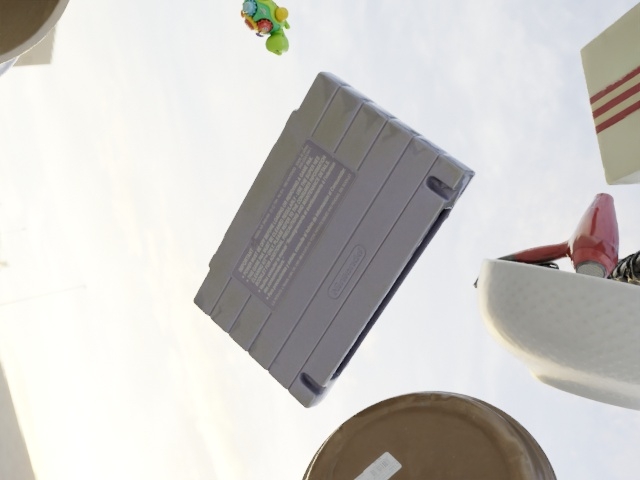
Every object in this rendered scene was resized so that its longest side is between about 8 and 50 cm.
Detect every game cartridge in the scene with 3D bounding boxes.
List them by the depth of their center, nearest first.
[{"bbox_3d":[0.000,0.000,0.889,0.230,0.068,0.355,41,-68,25],"label":"game cartridge"}]

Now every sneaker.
[{"bbox_3d":[0.589,0.061,1.322,0.286,0.130,0.109,-6,-123,54],"label":"sneaker"}]

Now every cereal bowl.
[{"bbox_3d":[0.357,0.122,0.903,0.339,0.339,0.141,14,-88,57],"label":"cereal bowl"}]

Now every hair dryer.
[{"bbox_3d":[0.424,0.014,1.298,0.080,0.293,0.223,56,-7,-35],"label":"hair dryer"}]

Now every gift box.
[{"bbox_3d":[0.542,-0.198,0.964,0.258,0.255,0.276,135,-56,-71],"label":"gift box"}]

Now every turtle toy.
[{"bbox_3d":[-0.099,-0.400,1.322,0.130,0.066,0.095,49,-8,-12],"label":"turtle toy"}]

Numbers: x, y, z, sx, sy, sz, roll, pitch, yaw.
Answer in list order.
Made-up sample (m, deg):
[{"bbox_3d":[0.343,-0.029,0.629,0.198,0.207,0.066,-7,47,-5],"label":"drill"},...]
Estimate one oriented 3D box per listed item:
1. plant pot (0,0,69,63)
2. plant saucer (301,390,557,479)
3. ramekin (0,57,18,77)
[{"bbox_3d":[-0.286,-0.313,0.547,0.256,0.257,0.274,111,-17,-45],"label":"plant pot"},{"bbox_3d":[0.099,0.260,0.731,0.278,0.278,0.041,37,-24,47],"label":"plant saucer"},{"bbox_3d":[-0.585,-0.358,1.083,0.127,0.273,0.272,-176,-105,-67],"label":"ramekin"}]
